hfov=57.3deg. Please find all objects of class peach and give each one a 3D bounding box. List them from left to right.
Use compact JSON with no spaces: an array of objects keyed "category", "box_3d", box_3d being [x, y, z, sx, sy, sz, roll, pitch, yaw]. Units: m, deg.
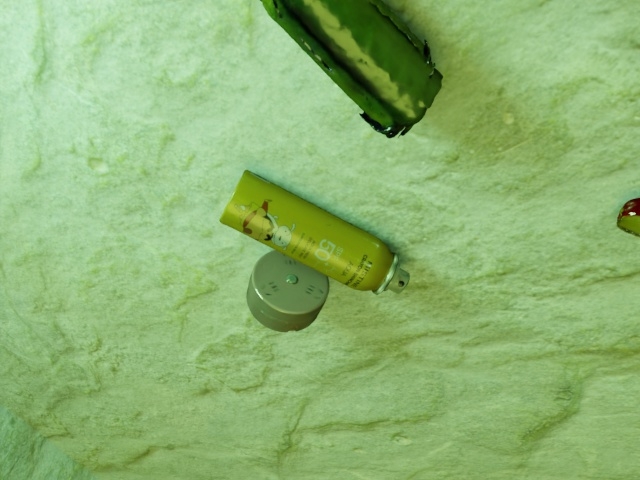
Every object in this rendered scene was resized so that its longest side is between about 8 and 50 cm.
[{"category":"peach","box_3d":[0.490,-0.035,0.871,0.083,0.050,0.077,19,161,13]}]

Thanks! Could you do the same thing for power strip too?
[{"category":"power strip","box_3d":[-0.063,0.092,1.118,0.154,0.154,0.078,20,139,-2]}]

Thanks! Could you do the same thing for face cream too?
[{"category":"face cream","box_3d":[0.000,0.000,1.034,0.349,0.105,0.105,27,136,-9]}]

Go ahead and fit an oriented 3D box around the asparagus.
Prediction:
[{"category":"asparagus","box_3d":[0.004,-0.295,0.740,0.382,0.108,0.128,42,133,-20]}]
